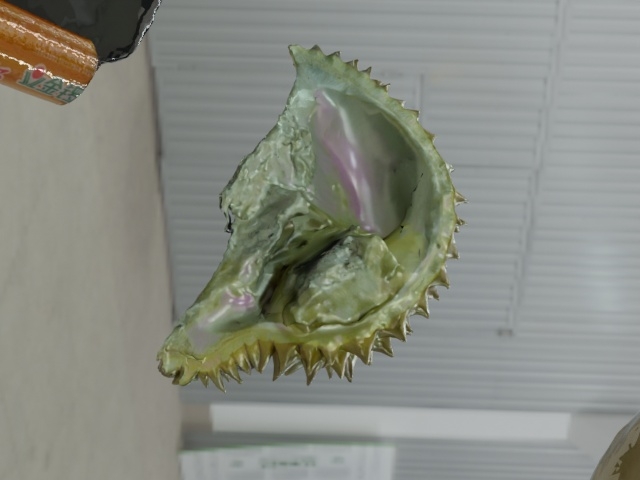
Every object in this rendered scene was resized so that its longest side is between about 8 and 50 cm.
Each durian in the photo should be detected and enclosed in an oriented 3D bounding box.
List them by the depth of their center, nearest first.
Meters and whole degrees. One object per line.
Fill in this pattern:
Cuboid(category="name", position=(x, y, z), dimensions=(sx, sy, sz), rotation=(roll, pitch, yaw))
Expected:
Cuboid(category="durian", position=(0.000, 0.000, 0.842), dimensions=(0.166, 0.172, 0.306), rotation=(53, 53, -33))

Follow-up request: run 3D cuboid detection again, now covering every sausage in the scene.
Cuboid(category="sausage", position=(-0.131, -0.078, 0.419), dimensions=(0.107, 0.031, 0.031), rotation=(18, 69, -50))

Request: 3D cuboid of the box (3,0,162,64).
Cuboid(category="box", position=(-0.222, -0.283, 0.587), dimensions=(0.091, 0.359, 0.350), rotation=(-7, -111, 65))

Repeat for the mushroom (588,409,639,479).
Cuboid(category="mushroom", position=(0.307, 0.210, 0.582), dimensions=(0.362, 0.362, 0.295), rotation=(90, 13, -56))
